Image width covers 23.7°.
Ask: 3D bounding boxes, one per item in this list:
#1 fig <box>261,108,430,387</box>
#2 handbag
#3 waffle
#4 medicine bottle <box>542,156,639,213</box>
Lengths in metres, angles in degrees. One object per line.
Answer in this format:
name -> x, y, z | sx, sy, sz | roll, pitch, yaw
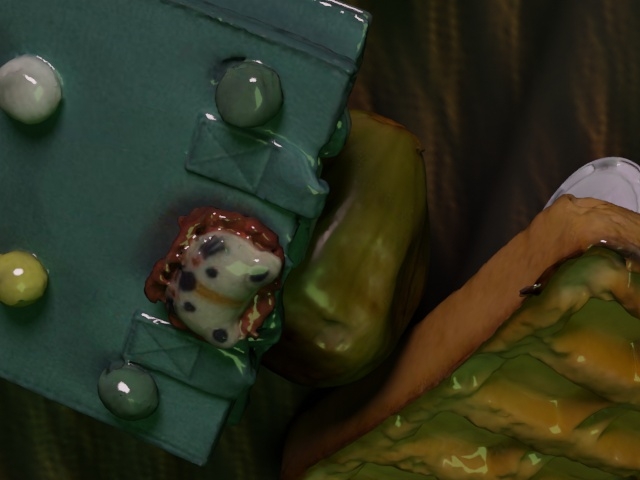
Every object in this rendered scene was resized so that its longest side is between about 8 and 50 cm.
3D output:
fig -> 0.000, 0.000, 0.908 | 0.154, 0.144, 0.166 | 10, 107, -33
handbag -> -0.135, -0.036, 0.787 | 0.274, 0.100, 0.269 | 26, 120, 5
waffle -> 0.174, 0.114, 0.982 | 0.304, 0.078, 0.348 | 21, 138, -24
medicine bottle -> 0.337, 0.077, 1.079 | 0.426, 0.108, 0.108 | 27, 106, -29
